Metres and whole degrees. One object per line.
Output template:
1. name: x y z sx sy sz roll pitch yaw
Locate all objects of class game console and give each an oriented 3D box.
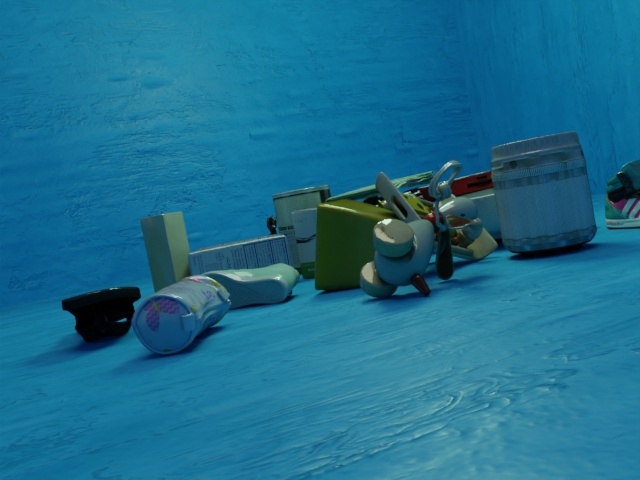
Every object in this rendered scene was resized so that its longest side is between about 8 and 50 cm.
1. game console: 0.472 -0.190 2.214 0.387 0.060 0.342 -13 6 14

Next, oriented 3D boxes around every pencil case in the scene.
1. pencil case: -0.260 0.138 1.301 0.124 0.113 0.273 10 5 6

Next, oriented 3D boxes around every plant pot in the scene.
1. plant pot: 0.112 0.011 1.680 0.187 0.212 0.212 4 8 21

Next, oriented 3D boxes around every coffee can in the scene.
1. coffee can: -0.043 -0.037 2.289 0.202 0.275 0.201 -10 3 1

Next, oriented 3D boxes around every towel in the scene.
1. towel: 0.204 -0.166 2.176 0.248 0.038 0.325 -9 7 35

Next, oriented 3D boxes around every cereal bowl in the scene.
1. cereal bowl: 0.552 -0.090 1.992 0.339 0.141 0.339 -14 4 1

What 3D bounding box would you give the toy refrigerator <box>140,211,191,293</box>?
1. toy refrigerator: -0.454 0.056 2.021 0.094 0.269 0.102 -9 4 24

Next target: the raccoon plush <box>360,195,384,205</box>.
1. raccoon plush: 0.269 -0.043 2.217 0.446 0.216 0.299 -10 11 7

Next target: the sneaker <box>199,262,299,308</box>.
1. sneaker: -0.178 0.110 1.698 0.256 0.094 0.151 1 12 19

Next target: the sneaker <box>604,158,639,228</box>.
1. sneaker: 0.872 -0.129 1.784 0.124 0.178 0.295 -12 3 -25

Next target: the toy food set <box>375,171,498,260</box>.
1. toy food set: 0.292 -0.068 1.681 0.306 0.219 0.092 12 -55 -45

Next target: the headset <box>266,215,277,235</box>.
1. headset: -0.009 -0.020 2.506 0.394 0.185 0.243 -8 -7 -28

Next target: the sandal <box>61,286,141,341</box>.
1. sandal: -0.504 0.184 1.595 0.168 0.107 0.446 -13 -9 -17

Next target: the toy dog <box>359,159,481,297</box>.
1. toy dog: 0.236 0.013 1.399 0.334 0.161 0.220 -40 -30 -15

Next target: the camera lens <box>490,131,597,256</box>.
1. camera lens: 0.534 -0.108 1.628 0.219 0.274 0.219 -11 3 1

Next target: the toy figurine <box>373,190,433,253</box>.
1. toy figurine: 0.225 -0.031 1.918 0.148 0.209 0.213 -16 3 -5

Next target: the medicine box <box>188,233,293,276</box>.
1. medicine box: -0.233 0.076 2.026 0.289 0.149 0.263 -10 3 -5

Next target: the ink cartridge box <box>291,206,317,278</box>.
1. ink cartridge box: 0.000 0.000 2.078 0.087 0.208 0.153 -8 4 33
